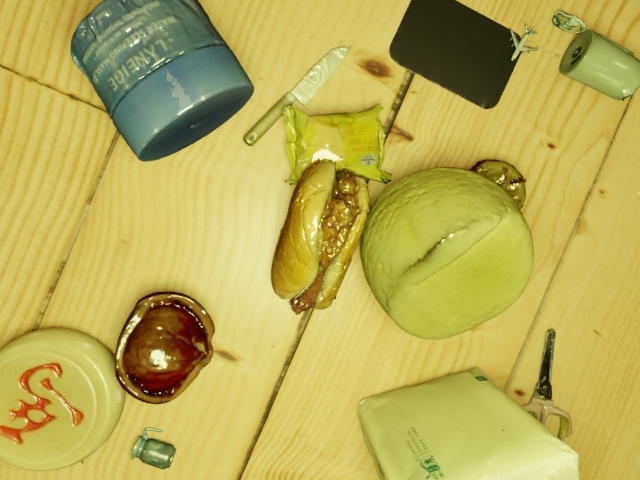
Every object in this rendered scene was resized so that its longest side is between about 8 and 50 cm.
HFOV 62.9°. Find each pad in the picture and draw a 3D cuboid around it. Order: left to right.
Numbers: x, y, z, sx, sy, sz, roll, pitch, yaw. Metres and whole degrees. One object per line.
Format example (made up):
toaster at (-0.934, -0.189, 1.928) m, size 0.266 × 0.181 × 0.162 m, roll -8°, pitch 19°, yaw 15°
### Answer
pad at (0.291, -0.408, 1.113) m, size 0.266 × 0.004 × 0.181 m, roll 25°, pitch 90°, yaw -7°

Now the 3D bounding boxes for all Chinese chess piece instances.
Chinese chess piece at (-0.515, 0.303, 1.006) m, size 0.272 × 0.102 × 0.274 m, roll 0°, pitch 94°, yaw -7°

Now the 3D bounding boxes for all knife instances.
knife at (-0.043, -0.297, 1.073) m, size 0.047 × 0.017 × 0.298 m, roll 43°, pitch 84°, yaw -9°

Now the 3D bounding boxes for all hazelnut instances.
hazelnut at (-0.298, 0.195, 0.991) m, size 0.170 × 0.160 × 0.202 m, roll 12°, pitch 101°, yaw -40°

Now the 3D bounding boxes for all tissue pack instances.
tissue pack at (0.257, 0.416, 0.967) m, size 0.296 × 0.380 × 0.208 m, roll -16°, pitch 99°, yaw -7°

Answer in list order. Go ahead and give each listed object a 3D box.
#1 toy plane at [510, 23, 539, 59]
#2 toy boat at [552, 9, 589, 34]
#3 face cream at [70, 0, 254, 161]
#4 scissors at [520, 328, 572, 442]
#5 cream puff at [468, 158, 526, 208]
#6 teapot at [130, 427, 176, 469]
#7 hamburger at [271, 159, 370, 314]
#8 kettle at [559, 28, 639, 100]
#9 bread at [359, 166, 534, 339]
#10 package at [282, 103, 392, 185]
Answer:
toy plane at (0.429, -0.419, 1.115) m, size 0.077 × 0.024 × 0.085 m, roll 32°, pitch 95°, yaw -9°
toy boat at (0.538, -0.467, 1.124) m, size 0.083 × 0.038 × 0.038 m, roll 19°, pitch 91°, yaw -7°
face cream at (-0.278, -0.297, 0.929) m, size 0.248 × 0.249 × 0.225 m, roll -35°, pitch 94°, yaw -4°
scissors at (0.496, 0.354, 1.170) m, size 0.159 × 0.024 × 0.318 m, roll 7°, pitch 93°, yaw -5°
cream puff at (0.356, -0.097, 1.098) m, size 0.148 × 0.084 × 0.149 m, roll -1°, pitch 94°, yaw -11°
teapot at (-0.335, 0.422, 1.060) m, size 0.083 × 0.049 × 0.064 m, roll 22°, pitch 91°, yaw -7°
hamburger at (0.000, 0.000, 1.016) m, size 0.155 × 0.245 × 0.283 m, roll 15°, pitch 76°, yaw -8°
kettle at (0.600, -0.375, 1.117) m, size 0.147 × 0.127 × 0.098 m, roll 22°, pitch 123°, yaw -10°
bread at (0.229, 0.020, 0.995) m, size 0.320 × 0.237 × 0.321 m, roll -1°, pitch 129°, yaw -2°
package at (0.033, -0.189, 1.050) m, size 0.226 × 0.090 × 0.169 m, roll -6°, pitch 96°, yaw -9°
